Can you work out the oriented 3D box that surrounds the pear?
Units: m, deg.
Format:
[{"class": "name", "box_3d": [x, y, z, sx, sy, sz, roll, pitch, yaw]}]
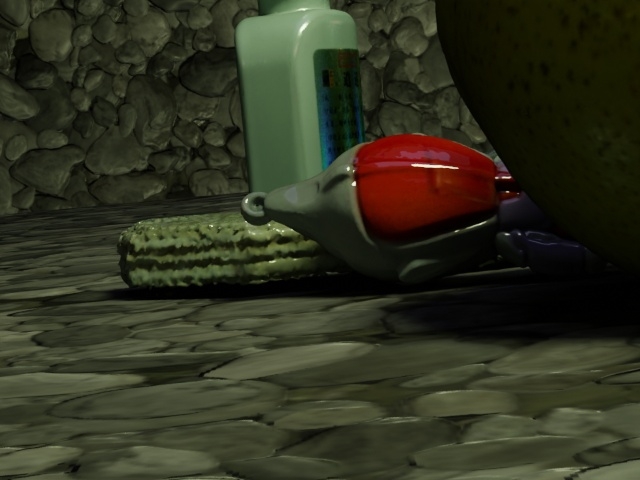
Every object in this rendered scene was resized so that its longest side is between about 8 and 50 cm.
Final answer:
[{"class": "pear", "box_3d": [0.202, -0.107, 0.727, 0.294, 0.294, 0.294, -5, 4, 0]}]

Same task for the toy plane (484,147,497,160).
[{"class": "toy plane", "box_3d": [0.177, -0.070, 0.953, 0.267, 0.212, 0.088, -18, 5, 36]}]

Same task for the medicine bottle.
[{"class": "medicine bottle", "box_3d": [-0.013, -0.103, 1.195, 0.083, 0.229, 0.121, -2, 5, 24]}]

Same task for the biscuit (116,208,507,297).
[{"class": "biscuit", "box_3d": [0.000, 0.000, 1.008, 0.250, 0.046, 0.147, -6, 4, -10]}]

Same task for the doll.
[{"class": "doll", "box_3d": [0.068, -0.020, 0.899, 0.227, 0.075, 0.102, -3, 49, 4]}]
